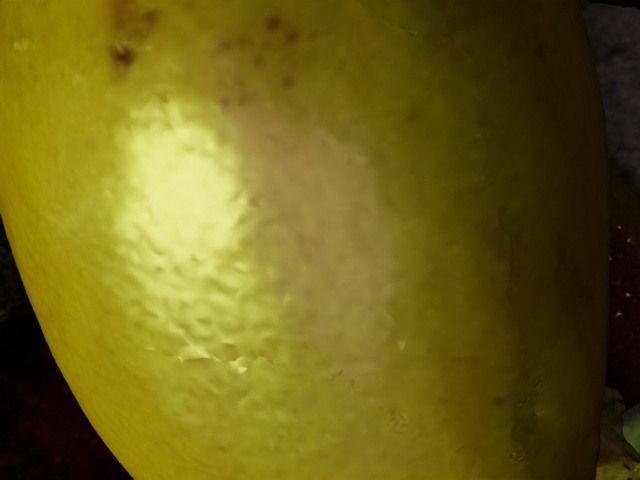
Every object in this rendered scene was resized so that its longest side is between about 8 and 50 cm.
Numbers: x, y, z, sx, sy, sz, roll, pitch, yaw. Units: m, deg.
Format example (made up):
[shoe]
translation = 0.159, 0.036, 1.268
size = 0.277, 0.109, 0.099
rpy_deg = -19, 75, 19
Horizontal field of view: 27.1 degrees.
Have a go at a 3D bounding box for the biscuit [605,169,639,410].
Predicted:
[biscuit]
translation = 0.089, 0.045, 0.839
size = 0.273, 0.049, 0.257
rpy_deg = -17, 127, 30

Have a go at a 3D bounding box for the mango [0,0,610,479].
[mango]
translation = 0.000, 0.000, 0.654
size = 0.300, 0.232, 0.445
rpy_deg = -13, 109, 19

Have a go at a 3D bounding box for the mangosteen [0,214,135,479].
[mangosteen]
translation = -0.207, 0.135, 0.825
size = 0.330, 0.330, 0.330
rpy_deg = 8, 132, 9

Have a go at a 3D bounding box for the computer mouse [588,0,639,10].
[computer mouse]
translation = 0.185, -0.155, 0.609
size = 0.217, 0.073, 0.122
rpy_deg = 21, 141, 18

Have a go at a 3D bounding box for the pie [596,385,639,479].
[pie]
translation = 0.075, 0.155, 0.868
size = 0.282, 0.068, 0.129
rpy_deg = -28, 132, 35
